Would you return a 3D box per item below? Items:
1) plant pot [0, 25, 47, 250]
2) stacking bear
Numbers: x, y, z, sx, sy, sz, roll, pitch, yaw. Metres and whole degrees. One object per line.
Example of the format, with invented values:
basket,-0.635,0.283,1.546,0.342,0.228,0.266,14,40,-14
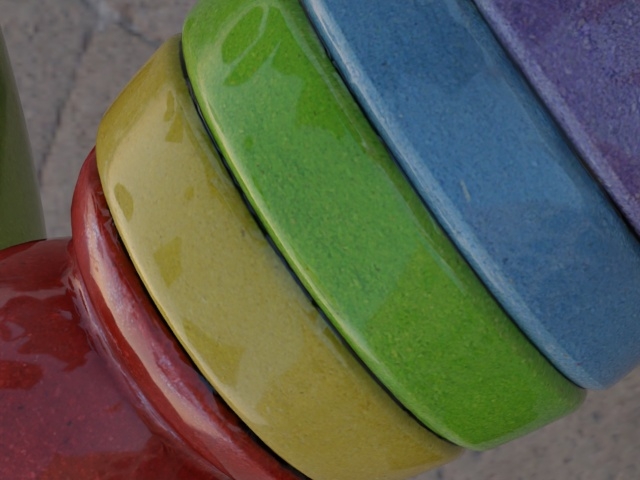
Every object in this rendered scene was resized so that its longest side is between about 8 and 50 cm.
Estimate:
plant pot,-0.259,-0.076,0.738,0.275,0.275,0.293,-25,56,33
stacking bear,0.000,0.000,0.441,0.289,0.164,0.175,-35,99,12
